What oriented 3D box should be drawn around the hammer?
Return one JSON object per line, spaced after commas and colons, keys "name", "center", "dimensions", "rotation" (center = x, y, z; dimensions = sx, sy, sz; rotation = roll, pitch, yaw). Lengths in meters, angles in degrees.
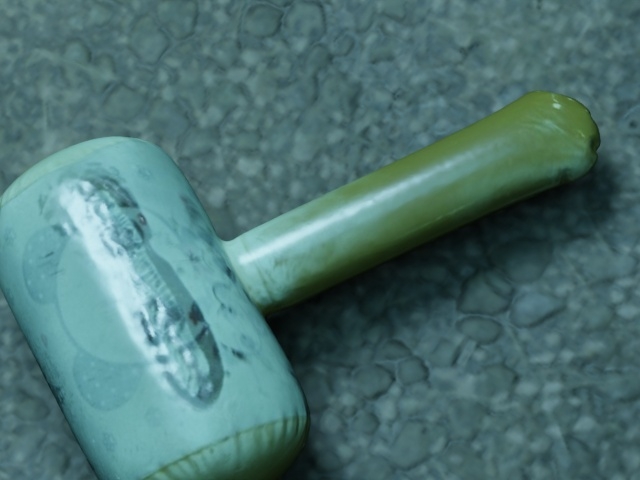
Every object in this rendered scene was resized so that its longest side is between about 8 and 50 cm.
{"name": "hammer", "center": [0.000, 0.000, 0.975], "dimensions": [0.305, 0.113, 0.202], "rotation": [-27, 74, -8]}
